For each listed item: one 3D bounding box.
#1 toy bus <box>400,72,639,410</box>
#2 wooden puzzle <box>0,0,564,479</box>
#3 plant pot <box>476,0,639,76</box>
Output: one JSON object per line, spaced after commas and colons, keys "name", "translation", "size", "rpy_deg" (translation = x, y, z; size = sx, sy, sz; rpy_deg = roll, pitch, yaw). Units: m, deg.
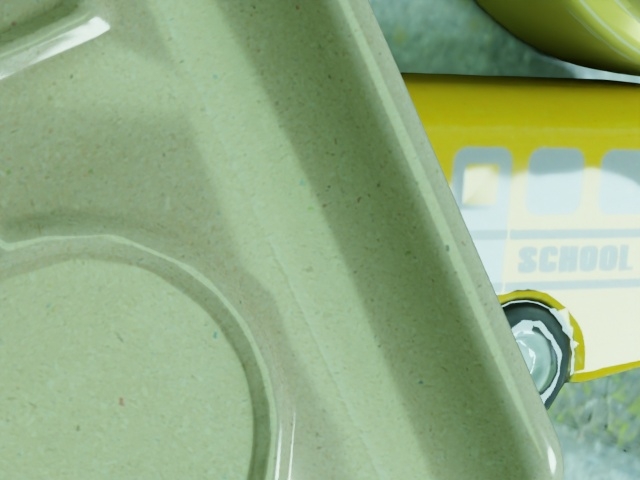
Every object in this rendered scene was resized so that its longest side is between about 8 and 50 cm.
{"name": "toy bus", "translation": [0.000, 0.000, 0.577], "size": [0.332, 0.108, 0.130], "rpy_deg": [-1, 102, -27]}
{"name": "wooden puzzle", "translation": [-0.147, 0.011, 0.356], "size": [0.348, 0.080, 0.322], "rpy_deg": [-28, 100, -18]}
{"name": "plant pot", "translation": [0.193, -0.182, 0.563], "size": [0.254, 0.239, 0.254], "rpy_deg": [-6, 103, -25]}
